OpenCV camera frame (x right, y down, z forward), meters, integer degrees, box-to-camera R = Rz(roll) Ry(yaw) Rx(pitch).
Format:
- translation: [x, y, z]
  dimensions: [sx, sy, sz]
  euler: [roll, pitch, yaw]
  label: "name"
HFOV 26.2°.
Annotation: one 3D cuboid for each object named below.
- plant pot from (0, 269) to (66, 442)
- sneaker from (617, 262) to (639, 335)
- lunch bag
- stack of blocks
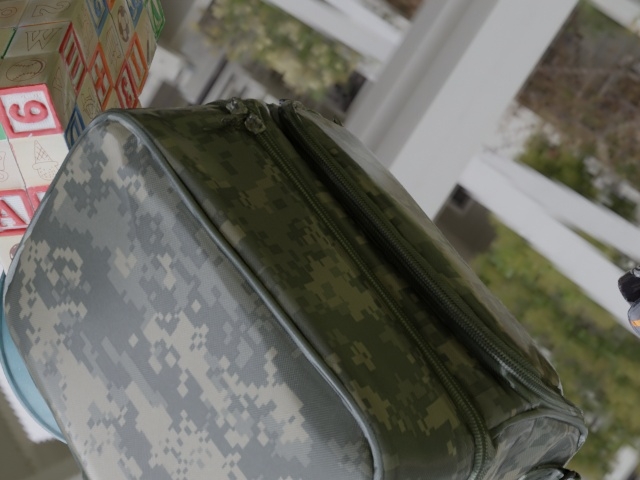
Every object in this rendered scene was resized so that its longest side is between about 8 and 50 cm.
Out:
- translation: [-0.145, 0.071, 1.387]
  dimensions: [0.271, 0.272, 0.255]
  euler: [24, 155, -37]
  label: "plant pot"
- translation: [0.289, -0.015, 1.018]
  dimensions: [0.321, 0.180, 0.125]
  euler: [60, -147, -18]
  label: "sneaker"
- translation: [-0.007, 0.061, 0.829]
  dimensions: [0.256, 0.213, 0.305]
  euler: [-7, -130, -49]
  label: "lunch bag"
- translation: [-0.201, -0.132, 1.102]
  dimensions: [0.087, 0.171, 0.297]
  euler: [-5, -141, 10]
  label: "stack of blocks"
